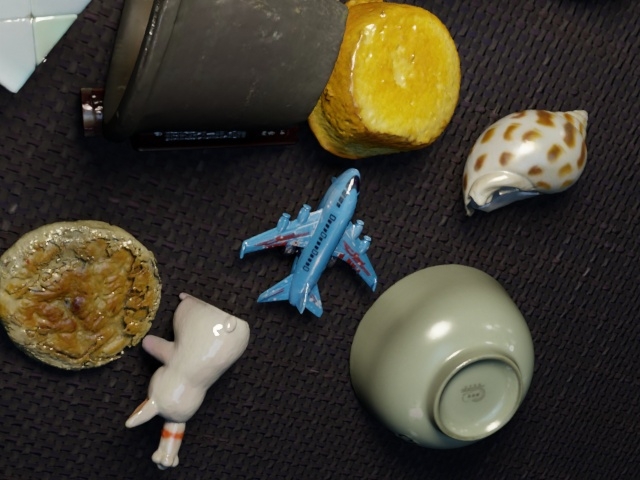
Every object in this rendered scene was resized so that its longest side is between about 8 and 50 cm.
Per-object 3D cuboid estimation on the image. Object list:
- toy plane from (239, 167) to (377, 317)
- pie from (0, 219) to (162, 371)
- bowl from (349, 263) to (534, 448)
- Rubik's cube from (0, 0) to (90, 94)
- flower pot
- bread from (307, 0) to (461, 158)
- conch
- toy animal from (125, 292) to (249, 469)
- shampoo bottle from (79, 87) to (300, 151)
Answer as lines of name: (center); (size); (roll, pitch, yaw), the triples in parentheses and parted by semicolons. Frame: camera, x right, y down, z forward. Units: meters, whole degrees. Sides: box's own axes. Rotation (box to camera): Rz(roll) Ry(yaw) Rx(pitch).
toy plane: (0.000, 0.000, 1.509); (0.254, 0.105, 0.271); (16, 105, -25)
pie: (-0.384, 0.089, 1.444); (0.274, 0.055, 0.274); (-10, 119, -18)
bowl: (0.245, 0.239, 1.648); (0.354, 0.185, 0.354); (-7, 114, -16)
Rubik's cube: (-0.440, -0.317, 1.176); (0.265, 0.213, 0.224); (-52, 133, -6)
flower pot: (-0.125, -0.274, 1.197); (0.251, 0.379, 0.379); (14, 106, -22)
bread: (0.096, -0.249, 1.394); (0.268, 0.146, 0.268); (-7, 102, -36)
conch: (0.355, -0.144, 1.548); (0.275, 0.183, 0.148); (-12, 84, -20)
toy animal: (-0.230, 0.222, 1.500); (0.140, 0.138, 0.282); (32, 96, -30)
shampoo bottle: (-0.194, -0.197, 1.373); (0.323, 0.084, 0.129); (-6, 108, -16)
